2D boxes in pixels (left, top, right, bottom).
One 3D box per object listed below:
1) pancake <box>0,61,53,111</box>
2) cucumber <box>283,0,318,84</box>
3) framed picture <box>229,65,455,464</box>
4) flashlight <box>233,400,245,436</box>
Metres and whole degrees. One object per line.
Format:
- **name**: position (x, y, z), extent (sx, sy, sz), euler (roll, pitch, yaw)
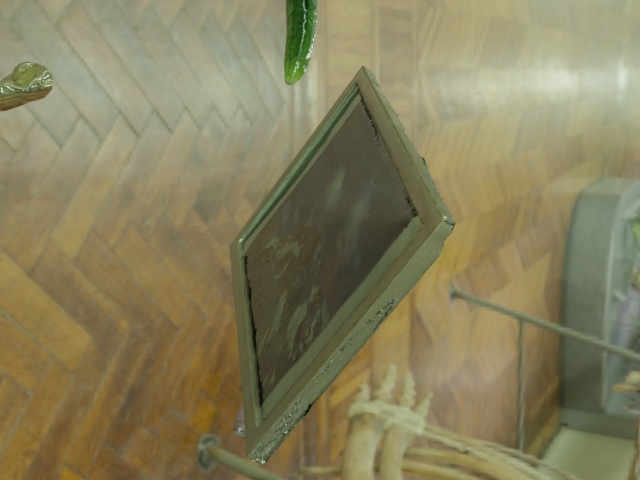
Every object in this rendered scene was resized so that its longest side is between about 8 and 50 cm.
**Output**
- **pancake**: position (-0.293, -0.085, 0.597), extent (0.235, 0.212, 0.029), euler (-49, 126, -79)
- **cucumber**: position (-0.022, -0.255, 1.032), extent (0.039, 0.039, 0.168), euler (30, 59, -61)
- **framed picture**: position (0.000, 0.000, 0.655), extent (0.209, 0.019, 0.281), euler (-53, -157, 18)
- **flashlight**: position (-0.080, 0.190, 1.103), extent (0.031, 0.052, 0.110), euler (94, 14, -52)
